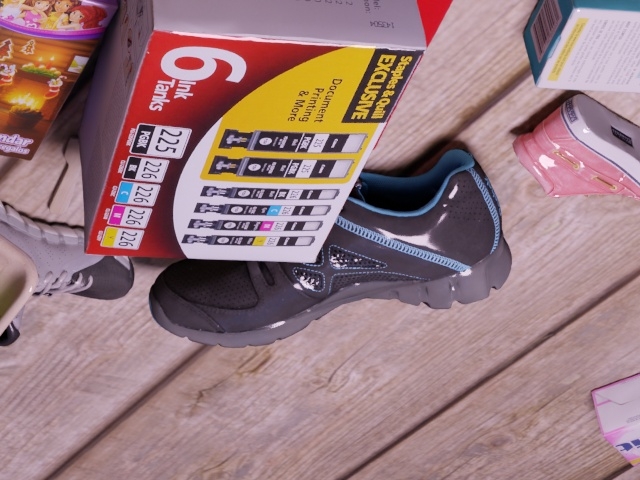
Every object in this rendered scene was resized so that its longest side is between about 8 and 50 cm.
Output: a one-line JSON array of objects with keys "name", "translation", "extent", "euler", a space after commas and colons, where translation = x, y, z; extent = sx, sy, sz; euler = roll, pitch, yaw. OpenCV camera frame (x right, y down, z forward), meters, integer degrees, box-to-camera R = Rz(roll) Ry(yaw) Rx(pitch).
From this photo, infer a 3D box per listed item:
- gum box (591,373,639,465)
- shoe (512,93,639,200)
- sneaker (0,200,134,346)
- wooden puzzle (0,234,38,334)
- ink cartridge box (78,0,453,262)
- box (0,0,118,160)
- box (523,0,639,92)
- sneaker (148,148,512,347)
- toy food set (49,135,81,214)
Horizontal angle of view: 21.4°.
[{"name": "gum box", "translation": [0.425, 0.189, 1.967], "extent": [0.188, 0.062, 0.107], "euler": [-23, 144, 20]}, {"name": "shoe", "translation": [0.258, -0.067, 1.553], "extent": [0.178, 0.063, 0.081], "euler": [29, 133, -35]}, {"name": "sneaker", "translation": [-0.265, 0.047, 1.536], "extent": [0.229, 0.132, 0.086], "euler": [23, 135, -38]}, {"name": "wooden puzzle", "translation": [-0.376, 0.019, 1.436], "extent": [0.239, 0.044, 0.221], "euler": [40, 133, -5]}, {"name": "ink cartridge box", "translation": [-0.034, -0.113, 1.338], "extent": [0.272, 0.130, 0.309], "euler": [2, 149, -16]}, {"name": "box", "translation": [-0.325, -0.163, 1.277], "extent": [0.293, 0.057, 0.201], "euler": [10, 141, -26]}, {"name": "box", "translation": [0.301, -0.174, 1.401], "extent": [0.244, 0.060, 0.100], "euler": [1, 145, -15]}, {"name": "sneaker", "translation": [0.000, 0.000, 1.570], "extent": [0.341, 0.125, 0.139], "euler": [-13, 125, 2]}, {"name": "toy food set", "translation": [-0.143, -0.036, 1.525], "extent": [0.192, 0.038, 0.132], "euler": [5, 144, -20]}]
